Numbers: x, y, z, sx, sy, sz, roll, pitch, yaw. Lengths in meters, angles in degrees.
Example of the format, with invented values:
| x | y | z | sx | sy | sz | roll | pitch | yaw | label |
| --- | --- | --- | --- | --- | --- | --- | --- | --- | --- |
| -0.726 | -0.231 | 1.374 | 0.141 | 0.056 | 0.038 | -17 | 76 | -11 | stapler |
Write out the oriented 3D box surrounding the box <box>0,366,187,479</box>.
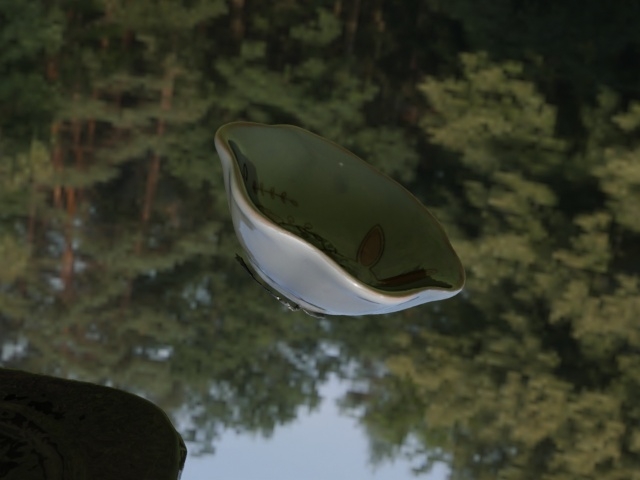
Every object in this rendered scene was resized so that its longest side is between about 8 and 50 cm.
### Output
| x | y | z | sx | sy | sz | roll | pitch | yaw | label |
| --- | --- | --- | --- | --- | --- | --- | --- | --- | --- |
| -0.186 | 0.142 | 0.721 | 0.212 | 0.042 | 0.201 | 9 | -133 | 11 | box |

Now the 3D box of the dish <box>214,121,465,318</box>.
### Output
| x | y | z | sx | sy | sz | roll | pitch | yaw | label |
| --- | --- | --- | --- | --- | --- | --- | --- | --- | --- |
| 0.000 | 0.000 | 1.182 | 0.229 | 0.081 | 0.229 | 26 | -155 | -13 | dish |
